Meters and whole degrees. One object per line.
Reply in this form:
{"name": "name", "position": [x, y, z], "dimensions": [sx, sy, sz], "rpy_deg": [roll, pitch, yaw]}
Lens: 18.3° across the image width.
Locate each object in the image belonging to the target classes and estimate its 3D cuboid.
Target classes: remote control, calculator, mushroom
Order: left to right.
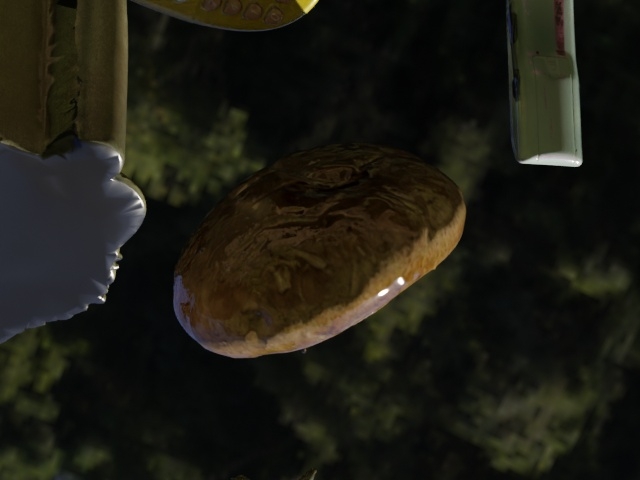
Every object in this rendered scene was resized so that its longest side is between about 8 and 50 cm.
{"name": "calculator", "position": [-0.103, -0.247, 1.616], "dimensions": [0.235, 0.146, 0.032], "rpy_deg": [21, -147, -17]}
{"name": "mushroom", "position": [0.000, 0.000, 1.658], "dimensions": [0.278, 0.146, 0.278], "rpy_deg": [-23, -163, 8]}
{"name": "remote control", "position": [0.192, -0.145, 1.668], "dimensions": [0.065, 0.166, 0.029], "rpy_deg": [2, 170, -22]}

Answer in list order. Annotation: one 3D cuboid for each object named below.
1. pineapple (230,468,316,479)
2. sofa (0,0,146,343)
{"name": "pineapple", "position": [-0.054, 0.314, 1.749], "dimensions": [0.128, 0.128, 0.248], "rpy_deg": [18, -134, -10]}
{"name": "sofa", "position": [-0.205, -0.072, 1.175], "dimensions": [0.182, 0.258, 0.200], "rpy_deg": [19, -129, -32]}
